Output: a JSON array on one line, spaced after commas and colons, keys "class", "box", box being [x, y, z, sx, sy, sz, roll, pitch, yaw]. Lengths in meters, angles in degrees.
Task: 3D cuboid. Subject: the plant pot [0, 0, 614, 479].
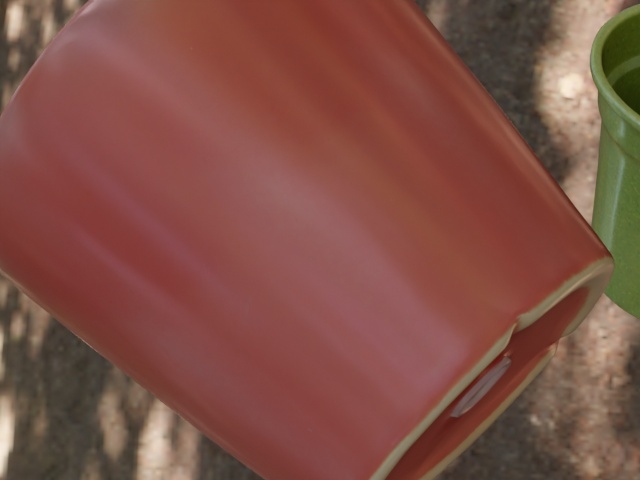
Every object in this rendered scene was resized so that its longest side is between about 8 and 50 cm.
[{"class": "plant pot", "box": [0.000, 0.000, 0.722, 0.243, 0.275, 0.275, 44, 126, 16]}]

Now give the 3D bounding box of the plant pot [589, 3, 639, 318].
[{"class": "plant pot", "box": [0.378, -0.058, 1.355, 0.276, 0.276, 0.254, -118, 25, -44]}]
